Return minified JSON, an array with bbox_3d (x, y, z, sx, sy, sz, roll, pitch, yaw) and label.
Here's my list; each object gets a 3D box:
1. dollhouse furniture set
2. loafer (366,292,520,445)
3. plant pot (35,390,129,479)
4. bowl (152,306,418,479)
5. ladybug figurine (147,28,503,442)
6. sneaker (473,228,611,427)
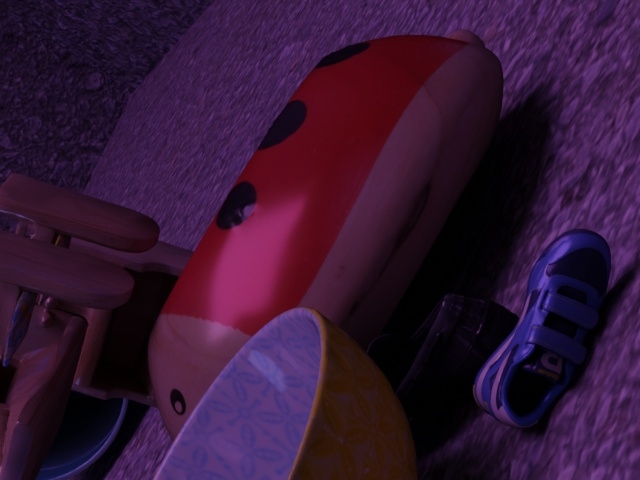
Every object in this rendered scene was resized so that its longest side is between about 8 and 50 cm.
[{"bbox_3d":[-0.201,0.138,1.704,0.394,0.256,0.362,-76,4,-69],"label":"dollhouse furniture set"},{"bbox_3d":[0.064,0.101,1.402,0.223,0.078,0.076,-43,20,48],"label":"loafer"},{"bbox_3d":[-0.353,0.149,2.393,0.271,0.272,0.255,-56,0,10],"label":"plant pot"},{"bbox_3d":[-0.014,0.207,1.290,0.289,0.156,0.289,-52,18,24],"label":"bowl"},{"bbox_3d":[0.000,0.000,1.554,0.449,0.162,0.305,-59,-2,-20],"label":"ladybug figurine"},{"bbox_3d":[0.153,0.062,1.242,0.059,0.053,0.144,-116,49,-74],"label":"sneaker"}]
